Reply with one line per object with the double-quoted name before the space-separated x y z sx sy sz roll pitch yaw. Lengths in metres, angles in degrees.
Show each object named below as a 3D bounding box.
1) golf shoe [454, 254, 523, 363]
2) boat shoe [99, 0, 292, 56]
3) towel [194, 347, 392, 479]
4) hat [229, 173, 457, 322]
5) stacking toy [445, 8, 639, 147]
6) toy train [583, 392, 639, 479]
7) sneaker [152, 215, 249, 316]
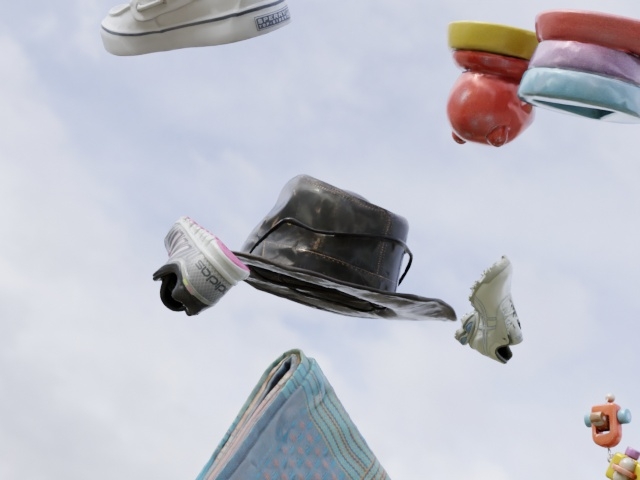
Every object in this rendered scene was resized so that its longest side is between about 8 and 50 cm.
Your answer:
"golf shoe" 0.231 0.089 1.786 0.086 0.069 0.176 39 -30 22
"boat shoe" -0.123 -0.224 1.288 0.258 0.095 0.084 1 -66 47
"towel" 0.014 0.309 1.186 0.040 0.271 0.370 -13 -60 40
"hat" 0.000 0.000 1.555 0.331 0.134 0.331 11 -7 1
"stacking toy" 0.293 -0.148 1.503 0.279 0.130 0.309 11 0 -21
"toy train" 0.379 0.235 1.662 0.166 0.125 0.046 -9 -24 40
"sneaker" -0.123 0.028 1.294 0.063 0.075 0.170 49 -9 -20
